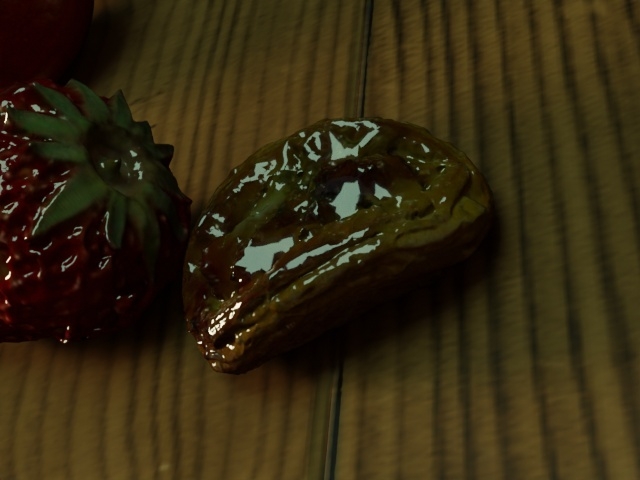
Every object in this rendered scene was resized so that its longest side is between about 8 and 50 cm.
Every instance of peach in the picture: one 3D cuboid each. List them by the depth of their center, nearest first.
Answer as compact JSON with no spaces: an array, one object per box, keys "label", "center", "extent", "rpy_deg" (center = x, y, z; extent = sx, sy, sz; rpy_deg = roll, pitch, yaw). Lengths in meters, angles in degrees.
[{"label":"peach","center":[-0.349,-0.236,1.181],"extent":[0.245,0.274,0.248],"rpy_deg":[11,10,-2]}]

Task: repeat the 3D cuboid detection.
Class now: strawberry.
[{"label":"strawberry","center":[-0.223,-0.002,0.923],"extent":[0.244,0.205,0.205],"rpy_deg":[-37,33,35]}]

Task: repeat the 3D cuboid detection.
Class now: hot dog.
[{"label":"hot dog","center":[0.001,0.000,0.798],"extent":[0.227,0.099,0.160],"rpy_deg":[-34,38,7]}]
